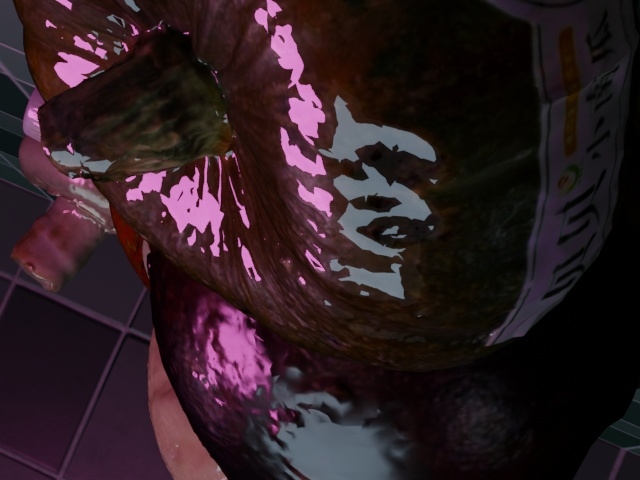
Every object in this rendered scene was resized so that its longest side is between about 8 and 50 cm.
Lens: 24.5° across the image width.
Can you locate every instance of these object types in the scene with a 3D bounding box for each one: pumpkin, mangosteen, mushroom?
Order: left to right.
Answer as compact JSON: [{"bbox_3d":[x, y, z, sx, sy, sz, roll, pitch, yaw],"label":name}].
[{"bbox_3d":[-0.238,-0.049,1.602,0.206,0.209,0.206,14,145,10],"label":"mushroom"},{"bbox_3d":[-0.014,-0.072,0.521,0.260,0.189,0.260,34,140,35],"label":"pumpkin"},{"bbox_3d":[0.056,0.025,0.770,0.293,0.297,0.297,18,172,11],"label":"mangosteen"}]

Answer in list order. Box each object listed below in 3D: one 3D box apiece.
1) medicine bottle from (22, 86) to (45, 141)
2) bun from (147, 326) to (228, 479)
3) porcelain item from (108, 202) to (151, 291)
[{"bbox_3d":[-0.162,-0.085,1.347,0.212,0.122,0.122,24,172,3],"label":"medicine bottle"},{"bbox_3d":[0.032,0.095,1.182,0.364,0.364,0.202,22,160,15],"label":"bun"},{"bbox_3d":[-0.012,-0.043,0.995,0.253,0.253,0.253,23,172,3],"label":"porcelain item"}]
